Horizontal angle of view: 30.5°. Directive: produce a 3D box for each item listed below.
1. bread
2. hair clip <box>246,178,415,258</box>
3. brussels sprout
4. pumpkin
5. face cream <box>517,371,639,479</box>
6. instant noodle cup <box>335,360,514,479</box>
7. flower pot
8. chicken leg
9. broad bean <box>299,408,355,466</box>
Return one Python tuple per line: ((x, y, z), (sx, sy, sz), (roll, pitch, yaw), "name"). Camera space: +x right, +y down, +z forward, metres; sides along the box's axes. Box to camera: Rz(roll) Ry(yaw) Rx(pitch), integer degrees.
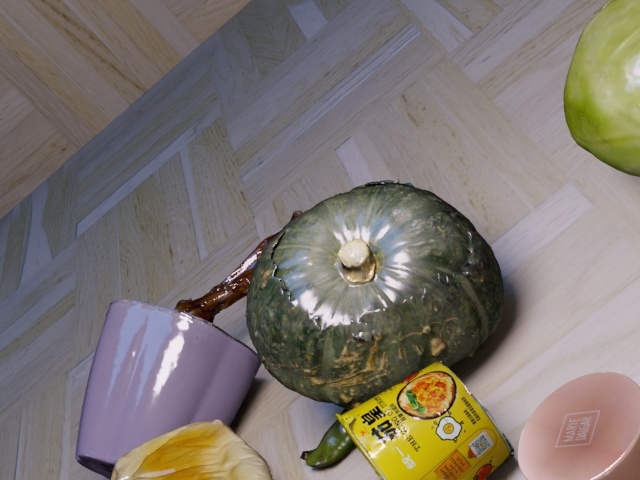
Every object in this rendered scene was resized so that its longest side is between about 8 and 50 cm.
((-0.157, 0.388, 1.519), (0.236, 0.183, 0.388), (-18, 20, -7), "bread")
((-0.001, -0.001, 1.976), (0.359, 0.095, 0.110), (-24, -1, 20), "hair clip")
((0.460, -0.209, 1.476), (0.328, 0.247, 0.328), (-20, 43, 19), "brussels sprout")
((0.067, 0.075, 1.533), (0.328, 0.257, 0.291), (-41, 60, -16), "pumpkin")
((0.291, 0.223, 1.197), (0.149, 0.104, 0.149), (-34, 26, 19), "face cream")
((0.125, 0.233, 1.361), (0.144, 0.182, 0.182), (-36, 25, -4), "instant noodle cup")
((-0.251, 0.250, 1.789), (0.265, 0.265, 0.243), (-11, 50, 49), "flower pot")
((-0.117, 0.066, 1.880), (0.304, 0.093, 0.113), (-31, 42, -6), "chicken leg")
((0.048, 0.244, 1.593), (0.195, 0.046, 0.061), (-43, 28, 5), "broad bean")
